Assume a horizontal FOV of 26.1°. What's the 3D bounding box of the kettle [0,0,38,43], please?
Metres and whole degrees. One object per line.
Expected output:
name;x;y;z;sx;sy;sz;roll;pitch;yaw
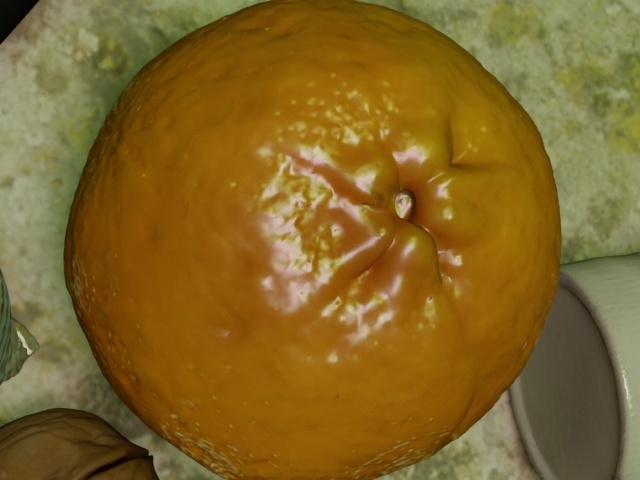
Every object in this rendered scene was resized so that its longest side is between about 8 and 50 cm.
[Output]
kettle;-0.320;-0.187;0.933;0.308;0.262;0.203;-51;135;-18

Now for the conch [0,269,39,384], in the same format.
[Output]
conch;-0.275;0.055;0.952;0.153;0.102;0.135;44;89;-10

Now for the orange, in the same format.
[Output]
orange;0.000;0.000;0.936;0.341;0.293;0.340;2;83;-17

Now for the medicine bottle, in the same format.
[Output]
medicine bottle;0.352;0.089;1.081;0.371;0.211;0.211;-8;88;-18

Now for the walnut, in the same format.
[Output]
walnut;-0.193;0.211;0.930;0.207;0.167;0.167;-43;98;-18
